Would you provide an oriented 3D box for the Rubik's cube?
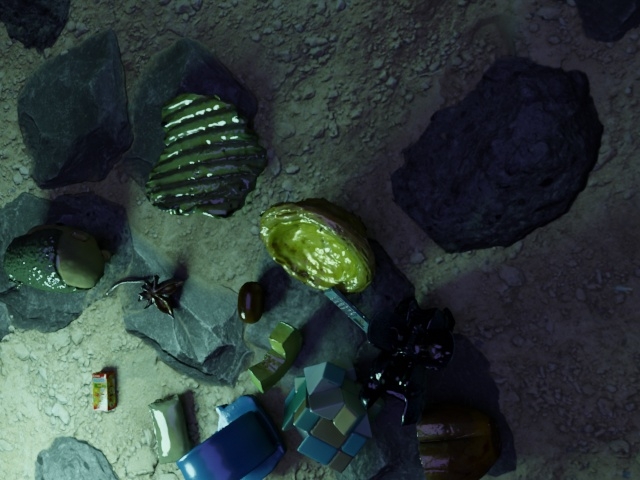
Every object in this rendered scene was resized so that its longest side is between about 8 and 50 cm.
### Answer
[{"bbox_3d":[0.038,0.420,1.279,0.225,0.265,0.212,30,102,-10],"label":"Rubik's cube"}]

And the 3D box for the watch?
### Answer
[{"bbox_3d":[-0.273,0.588,1.356,0.305,0.274,0.241,-40,77,10],"label":"watch"}]

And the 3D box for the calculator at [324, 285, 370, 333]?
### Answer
[{"bbox_3d":[0.082,0.186,1.325,0.172,0.057,0.018,44,60,-8],"label":"calculator"}]

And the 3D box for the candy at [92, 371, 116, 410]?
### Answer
[{"bbox_3d":[-0.706,0.491,1.636,0.062,0.038,0.121,-4,88,19],"label":"candy"}]

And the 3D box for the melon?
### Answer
[{"bbox_3d":[-0.124,0.323,1.394,0.064,0.118,0.209,35,89,30],"label":"melon"}]

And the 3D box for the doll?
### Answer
[{"bbox_3d":[-0.856,0.053,1.609,0.350,0.247,0.247,-7,87,26],"label":"doll"}]

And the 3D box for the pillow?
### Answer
[{"bbox_3d":[-0.461,0.580,1.540,0.119,0.053,0.208,-14,88,21],"label":"pillow"}]

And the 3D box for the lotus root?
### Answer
[{"bbox_3d":[0.328,0.477,1.182,0.180,0.199,0.187,-18,90,23],"label":"lotus root"}]

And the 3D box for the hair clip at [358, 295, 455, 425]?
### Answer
[{"bbox_3d":[0.203,0.261,1.177,0.195,0.206,0.310,19,62,16],"label":"hair clip"}]

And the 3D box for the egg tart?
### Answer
[{"bbox_3d":[0.000,0.000,1.292,0.346,0.345,0.132,17,56,19],"label":"egg tart"}]

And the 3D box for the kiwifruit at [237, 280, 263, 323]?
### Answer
[{"bbox_3d":[-0.201,0.180,1.444,0.075,0.075,0.124,6,95,20],"label":"kiwifruit"}]

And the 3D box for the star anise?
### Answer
[{"bbox_3d":[-0.556,0.165,1.600,0.227,0.219,0.148,26,137,57],"label":"star anise"}]

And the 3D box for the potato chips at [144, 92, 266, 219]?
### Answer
[{"bbox_3d":[-0.354,-0.247,1.493,0.390,0.097,0.372,14,88,20],"label":"potato chips"}]
